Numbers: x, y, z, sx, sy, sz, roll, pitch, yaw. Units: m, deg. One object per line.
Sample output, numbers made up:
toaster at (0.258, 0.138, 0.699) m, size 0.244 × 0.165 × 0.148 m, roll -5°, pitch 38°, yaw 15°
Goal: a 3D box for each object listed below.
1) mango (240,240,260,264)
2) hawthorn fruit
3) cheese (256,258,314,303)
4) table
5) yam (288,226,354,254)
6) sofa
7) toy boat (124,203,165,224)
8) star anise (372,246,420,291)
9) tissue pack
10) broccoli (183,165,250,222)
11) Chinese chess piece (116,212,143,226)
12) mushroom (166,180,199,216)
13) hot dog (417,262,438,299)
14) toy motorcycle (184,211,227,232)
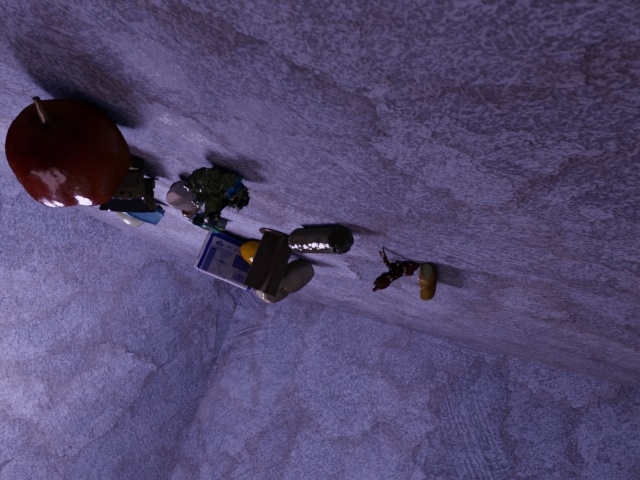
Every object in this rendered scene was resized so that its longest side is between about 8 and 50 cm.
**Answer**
mango at (-0.248, 0.075, 2.425) m, size 0.227 × 0.109 × 0.147 m, roll 18°, pitch 137°, yaw 25°
hawthorn fruit at (-0.634, -0.236, 1.403) m, size 0.287 × 0.287 × 0.330 m, roll 18°, pitch 153°, yaw 8°
cheese at (-0.153, 0.172, 2.461) m, size 0.159 × 0.263 × 0.093 m, roll 33°, pitch 150°, yaw 63°
table at (-0.191, 0.087, 2.151) m, size 0.167 × 0.226 × 0.167 m, roll 19°, pitch 167°, yaw 4°
yam at (0.000, 0.000, 1.794) m, size 0.093 × 0.093 × 0.259 m, roll 26°, pitch 166°, yaw -29°
sofa at (-0.642, -0.201, 1.848) m, size 0.200 × 0.182 × 0.258 m, roll 3°, pitch 169°, yaw -5°
toy boat at (-0.751, -0.151, 2.324) m, size 0.238 × 0.109 × 0.098 m, roll 32°, pitch -163°, yaw -44°
star anise at (0.219, 0.078, 1.854) m, size 0.144 × 0.158 × 0.140 m, roll 55°, pitch 150°, yaw -7°
tissue pack at (-0.404, 0.086, 2.527) m, size 0.270 × 0.209 × 0.137 m, roll 24°, pitch 166°, yaw -19°
broccoli at (-0.282, -0.120, 1.548) m, size 0.155 × 0.160 × 0.167 m, roll -13°, pitch 146°, yaw 16°
Chinese chess piece at (-0.798, -0.124, 2.410) m, size 0.144 × 0.058 × 0.144 m, roll 40°, pitch -160°, yaw -18°
mushroom at (-0.442, -0.138, 1.860) m, size 0.088 × 0.097 × 0.212 m, roll 9°, pitch 168°, yaw 2°
hot dog at (0.352, 0.141, 1.881) m, size 0.061 × 0.087 × 0.286 m, roll 11°, pitch 169°, yaw 15°
toy motorcycle at (-0.457, -0.080, 2.244) m, size 0.173 × 0.058 × 0.100 m, roll 20°, pitch 161°, yaw -10°
